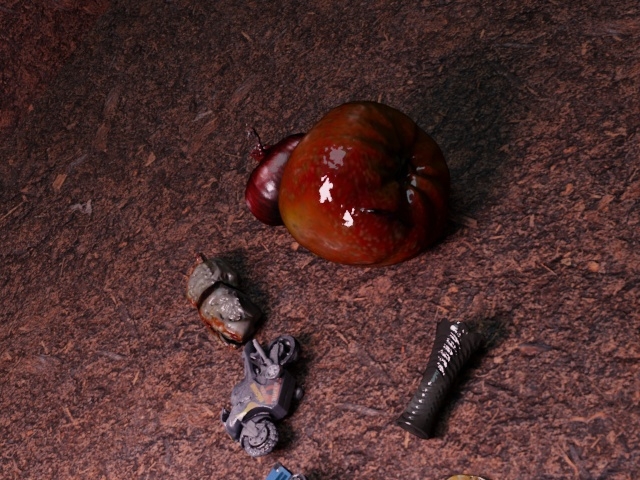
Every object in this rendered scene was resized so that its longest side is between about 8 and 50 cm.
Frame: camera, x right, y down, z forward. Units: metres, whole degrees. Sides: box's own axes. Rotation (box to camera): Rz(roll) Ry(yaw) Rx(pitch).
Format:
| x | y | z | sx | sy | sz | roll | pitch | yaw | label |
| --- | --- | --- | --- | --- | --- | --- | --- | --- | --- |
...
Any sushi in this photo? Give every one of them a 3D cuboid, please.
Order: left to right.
| x | y | z | sx | sy | sz | roll | pitch | yaw | label |
| --- | --- | --- | --- | --- | --- | --- | --- | --- | --- |
| -0.242 | 0.151 | 2.141 | 0.130 | 0.124 | 0.332 | -47 | 44 | 4 | sushi |

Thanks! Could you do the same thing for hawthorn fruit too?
| x | y | z | sx | sy | sz | roll | pitch | yaw | label |
| --- | --- | --- | --- | --- | --- | --- | --- | --- | --- |
| 0.092 | -0.107 | 2.000 | 0.403 | 0.403 | 0.403 | -17 | 45 | 19 | hawthorn fruit |

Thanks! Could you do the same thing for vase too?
| x | y | z | sx | sy | sz | roll | pitch | yaw | label |
| --- | --- | --- | --- | --- | --- | --- | --- | --- | --- |
| 0.240 | 0.284 | 1.740 | 0.115 | 0.115 | 0.237 | 13 | 65 | 39 | vase |

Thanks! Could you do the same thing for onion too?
| x | y | z | sx | sy | sz | roll | pitch | yaw | label |
| --- | --- | --- | --- | --- | --- | --- | --- | --- | --- |
| -0.099 | -0.178 | 2.226 | 0.285 | 0.273 | 0.273 | 43 | 79 | 7 | onion |

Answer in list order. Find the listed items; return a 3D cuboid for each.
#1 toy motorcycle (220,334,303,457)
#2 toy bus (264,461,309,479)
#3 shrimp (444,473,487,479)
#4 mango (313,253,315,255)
| x | y | z | sx | sy | sz | roll | pitch | yaw | label |
| --- | --- | --- | --- | --- | --- | --- | --- | --- | --- |
| -0.139 | 0.346 | 1.918 | 0.173 | 0.108 | 0.307 | -13 | 45 | 30 | toy motorcycle |
| -0.026 | 0.547 | 1.658 | 0.234 | 0.116 | 0.133 | 29 | 75 | 43 | toy bus |
| 0.270 | 0.511 | 1.566 | 0.124 | 0.034 | 0.178 | -9 | 44 | 17 | shrimp |
| 0.000 | 0.000 | 2.178 | 0.060 | 0.046 | 0.089 | -4 | 55 | 29 | mango |
